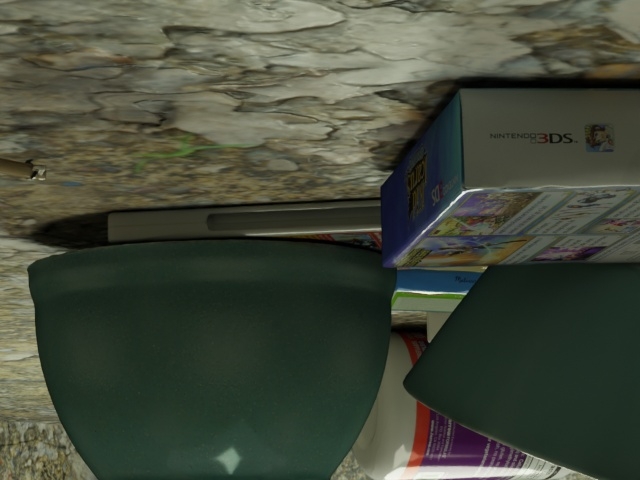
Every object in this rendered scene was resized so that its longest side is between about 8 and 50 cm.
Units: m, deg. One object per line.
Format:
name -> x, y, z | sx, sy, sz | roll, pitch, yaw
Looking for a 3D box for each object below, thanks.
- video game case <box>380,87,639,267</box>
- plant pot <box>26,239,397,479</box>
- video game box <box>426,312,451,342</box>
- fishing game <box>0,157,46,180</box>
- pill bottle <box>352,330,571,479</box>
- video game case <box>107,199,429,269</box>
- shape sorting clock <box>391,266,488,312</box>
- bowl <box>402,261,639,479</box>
video game case -> 0.175, -0.034, 1.046 | 0.244, 0.061, 0.269 | -2, 171, -8
plant pot -> -0.083, 0.119, 1.373 | 0.293, 0.196, 0.293 | -2, 171, 0
video game box -> 0.234, 0.094, 1.891 | 0.205, 0.048, 0.187 | -4, 168, 17
fishing game -> -0.280, -0.054, 0.935 | 0.264, 0.041, 0.189 | 2, 174, 37
pill bottle -> 0.204, 0.200, 2.115 | 0.323, 0.181, 0.181 | 1, 170, -18
video game case -> 0.000, 0.000, 1.342 | 0.285, 0.025, 0.204 | -2, 170, 9
shape sorting clock -> 0.130, 0.036, 1.531 | 0.206, 0.040, 0.206 | 3, 170, 0
bowl -> 0.233, 0.082, 1.281 | 0.311, 0.163, 0.311 | 19, -177, -1
